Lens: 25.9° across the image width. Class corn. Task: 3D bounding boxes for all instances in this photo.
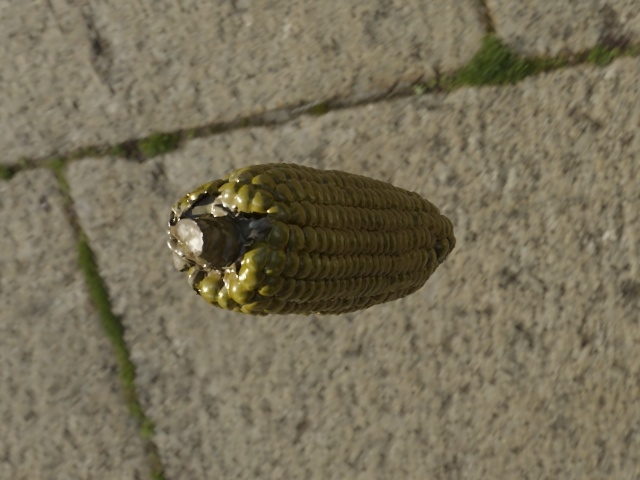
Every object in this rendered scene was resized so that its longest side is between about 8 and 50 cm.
[{"bbox_3d":[0.000,0.000,1.085,0.119,0.322,0.119,0,90,32],"label":"corn"}]
